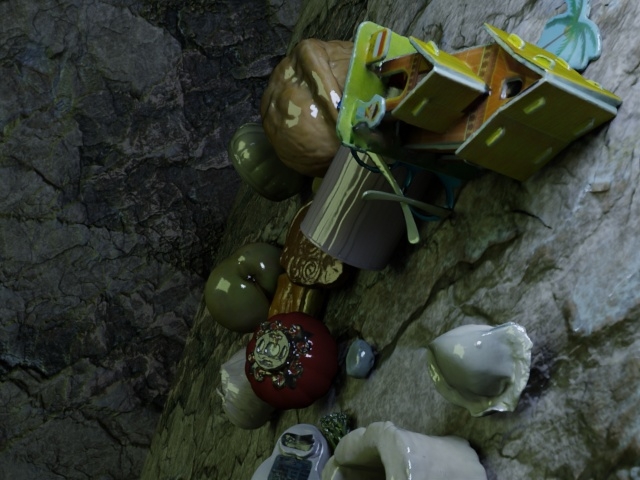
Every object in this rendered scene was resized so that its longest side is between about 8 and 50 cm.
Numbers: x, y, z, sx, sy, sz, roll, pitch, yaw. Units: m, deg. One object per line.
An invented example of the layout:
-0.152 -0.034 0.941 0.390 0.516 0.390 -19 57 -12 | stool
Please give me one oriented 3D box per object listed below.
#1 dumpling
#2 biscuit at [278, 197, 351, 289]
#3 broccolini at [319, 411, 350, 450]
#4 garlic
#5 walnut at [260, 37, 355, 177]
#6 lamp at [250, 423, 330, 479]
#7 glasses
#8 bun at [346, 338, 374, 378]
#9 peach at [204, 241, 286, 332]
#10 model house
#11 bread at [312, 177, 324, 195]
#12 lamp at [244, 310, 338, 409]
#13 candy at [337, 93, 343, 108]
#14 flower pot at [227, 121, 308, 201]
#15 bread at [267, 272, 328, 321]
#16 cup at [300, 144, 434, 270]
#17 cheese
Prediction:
0.223 0.179 0.816 0.188 0.108 0.127 -21 78 49 | dumpling
-0.001 -0.001 1.511 0.273 0.049 0.257 12 75 50 | biscuit
0.063 0.409 1.135 0.216 0.058 0.067 -140 35 -62 | broccolini
-0.176 0.399 1.606 0.142 0.178 0.230 -17 59 45 | garlic
0.024 -0.323 1.475 0.384 0.383 0.384 -54 25 41 | walnut
-0.052 0.505 1.206 0.179 0.108 0.246 4 59 26 | lamp
0.129 -0.091 1.046 0.102 0.239 0.207 -34 15 51 | glasses
0.083 0.245 1.211 0.083 0.045 0.083 -56 21 35 | bun
-0.217 0.146 1.809 0.292 0.247 0.292 -61 -1 -2 | peach
0.253 -0.273 0.877 0.323 0.300 0.340 14 91 61 | model house
0.043 -0.195 1.714 0.207 0.056 0.287 -33 42 56 | bread
-0.065 0.278 1.358 0.227 0.226 0.227 -54 25 41 | lamp
0.191 -0.310 1.172 0.331 0.077 0.187 23 93 34 | candy
-0.130 -0.304 1.969 0.244 0.307 0.307 -37 33 24 | flower pot
-0.070 0.174 1.615 0.235 0.099 0.211 -5 68 68 | bread
0.121 -0.094 1.253 0.208 0.288 0.273 37 111 32 | cup
0.097 0.425 0.836 0.292 0.153 0.332 -8 64 68 | cheese
